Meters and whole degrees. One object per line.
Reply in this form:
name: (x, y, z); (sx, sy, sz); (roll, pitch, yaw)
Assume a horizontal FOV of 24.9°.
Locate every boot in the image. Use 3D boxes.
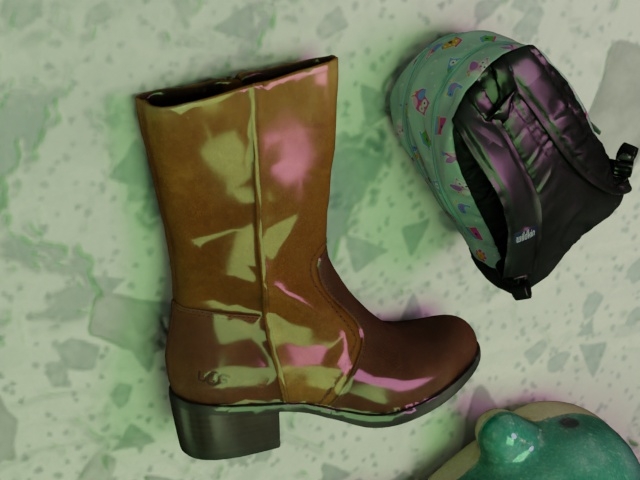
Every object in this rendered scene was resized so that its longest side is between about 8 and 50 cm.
boot: (0.000, 0.000, 1.069); (0.264, 0.096, 0.280); (-9, 110, -17)

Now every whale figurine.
whale figurine: (0.158, 0.247, 1.221); (0.272, 0.141, 0.216); (-13, 119, -24)

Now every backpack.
backpack: (0.134, -0.068, 1.073); (0.152, 0.115, 0.182); (-47, 126, -16)
